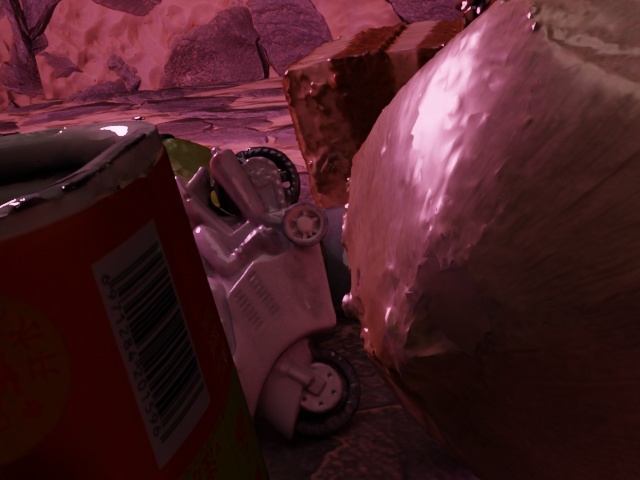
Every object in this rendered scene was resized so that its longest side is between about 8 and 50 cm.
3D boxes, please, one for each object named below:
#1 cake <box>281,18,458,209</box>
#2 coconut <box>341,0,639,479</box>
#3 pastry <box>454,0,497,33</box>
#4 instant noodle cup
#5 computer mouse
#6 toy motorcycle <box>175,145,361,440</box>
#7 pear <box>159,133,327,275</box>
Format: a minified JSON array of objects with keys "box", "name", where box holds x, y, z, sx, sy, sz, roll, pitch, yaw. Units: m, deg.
[{"box":[0.120,-0.173,1.289,0.290,0.256,0.282,-9,19,17],"name":"cake"},{"box":[0.185,0.001,0.561,0.360,0.346,0.346,-12,16,-34],"name":"coconut"},{"box":[0.304,-0.178,0.930,0.292,0.337,0.405,-12,40,-24],"name":"pastry"},{"box":[-0.147,0.116,0.418,0.293,0.308,0.294,-8,17,3],"name":"instant noodle cup"},{"box":[0.000,0.000,1.075,0.167,0.090,0.379,-17,17,-25],"name":"computer mouse"},{"box":[-0.069,0.046,0.746,0.170,0.260,0.110,-13,-17,-8],"name":"toy motorcycle"},{"box":[-0.117,0.003,0.899,0.292,0.159,0.292,17,16,-5],"name":"pear"}]
